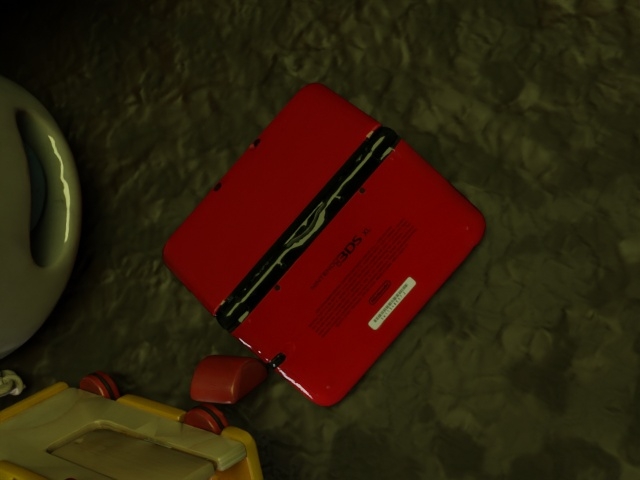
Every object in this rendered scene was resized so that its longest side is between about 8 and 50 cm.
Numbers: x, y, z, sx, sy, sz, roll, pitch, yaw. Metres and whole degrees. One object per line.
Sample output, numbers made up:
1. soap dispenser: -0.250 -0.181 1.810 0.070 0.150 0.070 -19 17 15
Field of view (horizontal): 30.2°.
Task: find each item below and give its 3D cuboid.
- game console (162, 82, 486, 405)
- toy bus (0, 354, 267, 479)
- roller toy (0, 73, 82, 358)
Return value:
1. game console: 0.000 0.000 0.688 0.124 0.085 0.144 41 90 -14
2. toy bus: -0.118 0.143 0.633 0.191 0.202 0.104 -10 107 4
3. roller toy: -0.244 -0.014 0.677 0.191 0.146 0.209 38 98 20
